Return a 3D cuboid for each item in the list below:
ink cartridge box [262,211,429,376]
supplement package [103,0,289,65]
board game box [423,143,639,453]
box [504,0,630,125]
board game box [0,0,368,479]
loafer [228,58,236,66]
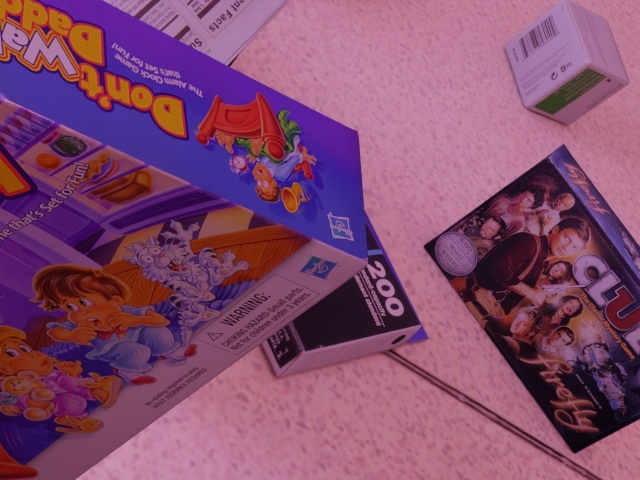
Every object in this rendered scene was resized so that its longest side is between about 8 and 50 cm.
[{"bbox_3d":[0.000,0.000,1.048,0.208,0.045,0.206,-7,65,-51],"label":"ink cartridge box"},{"bbox_3d":[-0.199,-0.164,0.815,0.263,0.199,0.198,45,49,-10],"label":"supplement package"},{"bbox_3d":[0.229,0.057,1.143,0.243,0.165,0.042,54,37,3],"label":"board game box"},{"bbox_3d":[0.295,-0.212,1.491,0.087,0.101,0.102,14,52,-40],"label":"box"},{"bbox_3d":[-0.179,0.024,0.583,0.233,0.347,0.078,24,45,-31],"label":"board game box"},{"bbox_3d":[-0.180,-0.256,1.050,0.109,0.095,0.302,-42,92,-14],"label":"loafer"}]
